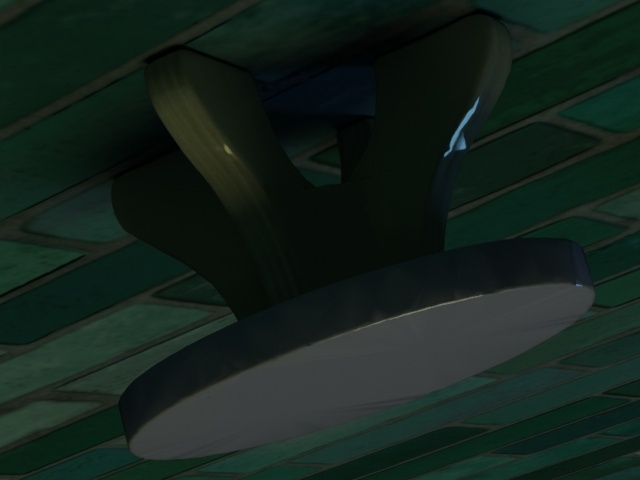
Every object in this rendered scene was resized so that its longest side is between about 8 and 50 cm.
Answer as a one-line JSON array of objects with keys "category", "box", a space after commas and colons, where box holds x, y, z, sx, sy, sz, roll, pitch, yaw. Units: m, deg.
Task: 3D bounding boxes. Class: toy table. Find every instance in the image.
[{"category": "toy table", "box": [0.000, 0.000, 1.068, 0.274, 0.161, 0.252, -19, 162, 17]}]
